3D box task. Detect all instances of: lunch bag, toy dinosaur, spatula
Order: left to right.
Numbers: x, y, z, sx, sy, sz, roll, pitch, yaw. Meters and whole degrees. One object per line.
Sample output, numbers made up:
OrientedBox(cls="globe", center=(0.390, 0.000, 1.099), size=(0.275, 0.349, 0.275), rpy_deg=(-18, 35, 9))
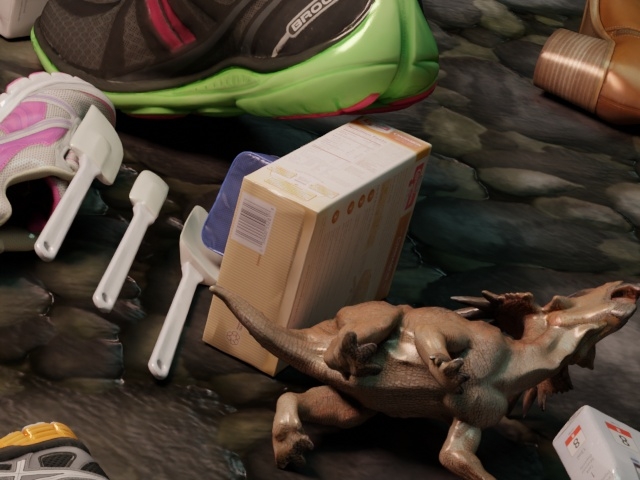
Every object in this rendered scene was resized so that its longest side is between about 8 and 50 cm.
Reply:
OrientedBox(cls="spatula", center=(-0.137, 0.000, 1.436), size=(0.168, 0.019, 0.242), rpy_deg=(49, 21, -17))
OrientedBox(cls="lunch bag", center=(-0.042, -0.025, 1.517), size=(0.067, 0.098, 0.065), rpy_deg=(29, 6, 22))
OrientedBox(cls="toy dinosaur", center=(0.069, 0.083, 1.353), size=(0.295, 0.127, 0.200), rpy_deg=(12, 26, 5))

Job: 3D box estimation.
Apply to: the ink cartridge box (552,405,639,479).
OrientedBox(cls="ink cartridge box", center=(0.241, 0.196, 1.244), size=(0.145, 0.045, 0.179), rpy_deg=(27, 19, -29))

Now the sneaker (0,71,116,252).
OrientedBox(cls="sneaker", center=(-0.229, -0.048, 1.489), size=(0.111, 0.103, 0.252), rpy_deg=(28, 36, 17))

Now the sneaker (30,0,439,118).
OrientedBox(cls="sneaker", center=(-0.076, -0.208, 1.649), size=(0.185, 0.202, 0.482), rpy_deg=(-6, 7, -43))

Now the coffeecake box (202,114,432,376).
OrientedBox(cls="coffeecake box", center=(0.000, 0.000, 1.448), size=(0.068, 0.142, 0.185), rpy_deg=(26, 28, 21))

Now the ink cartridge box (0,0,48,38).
OrientedBox(cls="ink cartridge box", center=(-0.258, -0.274, 1.915), size=(0.134, 0.078, 0.231), rpy_deg=(34, 32, 33))

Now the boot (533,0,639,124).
OrientedBox(cls="boot", center=(0.376, -0.198, 2.049), size=(0.220, 0.109, 0.283), rpy_deg=(22, 30, 16))

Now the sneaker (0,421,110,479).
OrientedBox(cls="sneaker", center=(-0.195, 0.166, 1.104), size=(0.083, 0.084, 0.215), rpy_deg=(35, 32, 26))
